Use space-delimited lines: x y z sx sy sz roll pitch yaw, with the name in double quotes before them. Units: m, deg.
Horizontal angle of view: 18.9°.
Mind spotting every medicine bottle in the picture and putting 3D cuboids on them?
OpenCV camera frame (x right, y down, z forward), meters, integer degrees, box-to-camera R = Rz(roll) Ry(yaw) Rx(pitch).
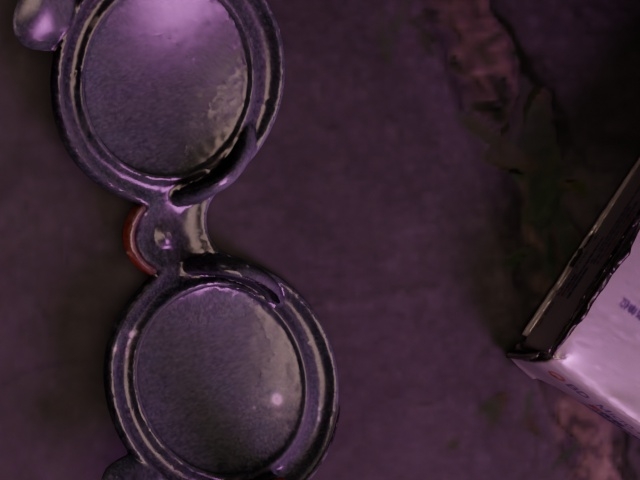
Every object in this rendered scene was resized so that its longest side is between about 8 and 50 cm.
"medicine bottle" 0.208 0.033 0.820 0.201 0.052 0.171 32 89 -13

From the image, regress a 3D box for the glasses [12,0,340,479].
"glasses" 0.000 0.000 0.674 0.118 0.268 0.234 -12 97 -28
